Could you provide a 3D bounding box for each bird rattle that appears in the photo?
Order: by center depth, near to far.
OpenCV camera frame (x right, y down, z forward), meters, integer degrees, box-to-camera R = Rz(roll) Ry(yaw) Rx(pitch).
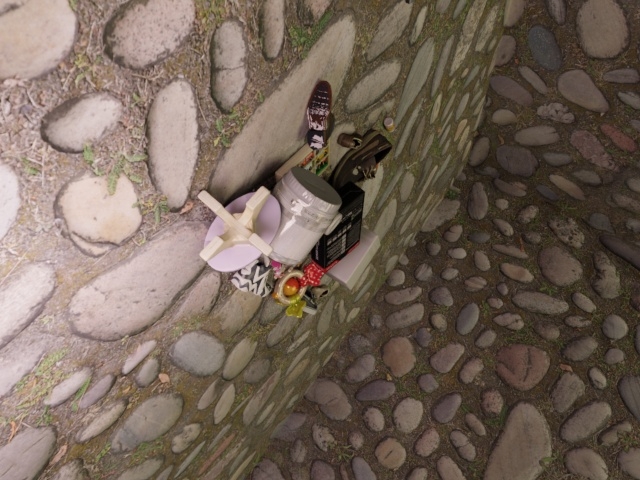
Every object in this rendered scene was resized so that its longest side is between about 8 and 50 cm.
[{"bbox_3d":[-0.106,0.206,2.073,0.207,0.143,0.254,29,95,-46],"label":"bird rattle"}]

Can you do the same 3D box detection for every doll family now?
[{"bbox_3d":[-0.098,0.023,1.753,0.163,0.118,0.263,72,29,-73],"label":"doll family"}]

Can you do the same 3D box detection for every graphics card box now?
[{"bbox_3d":[0.067,-0.047,1.944,0.232,0.094,0.371,-39,155,-22],"label":"graphics card box"}]

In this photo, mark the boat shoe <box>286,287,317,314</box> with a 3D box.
[{"bbox_3d":[-0.072,0.286,2.311,0.102,0.108,0.301,-56,152,-2],"label":"boat shoe"}]

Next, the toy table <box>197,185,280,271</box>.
[{"bbox_3d":[-0.230,-0.039,1.334,0.274,0.252,0.161,-61,177,-10],"label":"toy table"}]

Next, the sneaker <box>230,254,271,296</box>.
[{"bbox_3d":[-0.217,0.118,1.741,0.153,0.094,0.235,-52,150,5],"label":"sneaker"}]

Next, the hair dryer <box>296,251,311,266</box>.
[{"bbox_3d":[0.000,0.000,2.077,0.293,0.080,0.224,-32,154,-53],"label":"hair dryer"}]

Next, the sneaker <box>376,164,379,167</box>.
[{"bbox_3d":[0.243,-0.371,2.171,0.067,0.064,0.175,-37,149,-24],"label":"sneaker"}]

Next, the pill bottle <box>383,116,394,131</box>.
[{"bbox_3d":[0.315,-0.524,2.144,0.043,0.043,0.083,-58,160,-1],"label":"pill bottle"}]

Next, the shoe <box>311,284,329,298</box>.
[{"bbox_3d":[0.006,0.284,2.536,0.077,0.058,0.219,-62,159,8],"label":"shoe"}]

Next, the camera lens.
[{"bbox_3d":[-0.087,-0.074,1.540,0.274,0.219,0.219,-53,163,22],"label":"camera lens"}]

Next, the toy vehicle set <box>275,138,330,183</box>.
[{"bbox_3d":[-0.058,-0.255,1.673,0.267,0.035,0.166,-48,157,-27],"label":"toy vehicle set"}]

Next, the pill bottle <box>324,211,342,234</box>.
[{"bbox_3d":[-0.014,-0.105,1.697,0.094,0.169,0.094,-50,171,-11],"label":"pill bottle"}]

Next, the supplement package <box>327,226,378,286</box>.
[{"bbox_3d":[0.153,0.075,2.418,0.293,0.175,0.177,-56,161,-9],"label":"supplement package"}]

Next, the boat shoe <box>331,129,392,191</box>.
[{"bbox_3d":[0.182,-0.324,1.991,0.355,0.130,0.132,-52,158,-17],"label":"boat shoe"}]

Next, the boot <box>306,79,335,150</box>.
[{"bbox_3d":[0.005,-0.414,1.553,0.106,0.082,0.219,-48,151,-66],"label":"boot"}]

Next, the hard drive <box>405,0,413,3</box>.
[{"bbox_3d":[0.344,-0.930,1.677,0.094,0.022,0.135,-47,157,-29],"label":"hard drive"}]

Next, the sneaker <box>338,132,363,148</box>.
[{"bbox_3d":[0.138,-0.389,1.886,0.188,0.071,0.066,-21,138,-58],"label":"sneaker"}]
